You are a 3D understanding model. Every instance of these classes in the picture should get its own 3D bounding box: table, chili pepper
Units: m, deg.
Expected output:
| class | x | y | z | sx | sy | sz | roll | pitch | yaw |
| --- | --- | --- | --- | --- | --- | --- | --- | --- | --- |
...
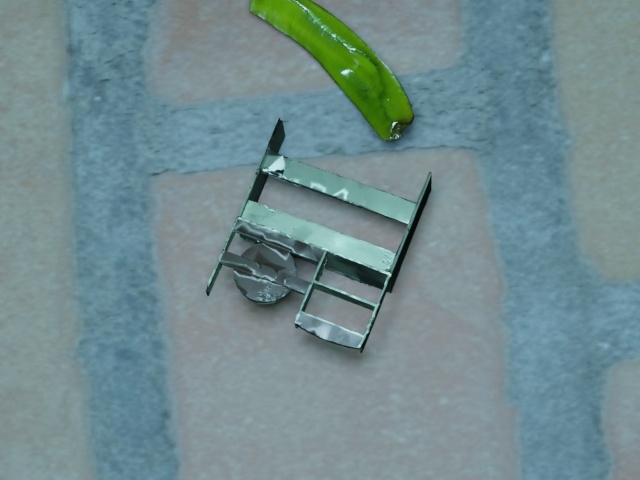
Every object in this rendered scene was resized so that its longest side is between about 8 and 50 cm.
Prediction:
| class | x | y | z | sx | sy | sz | roll | pitch | yaw |
| --- | --- | --- | --- | --- | --- | --- | --- | --- | --- |
| table | 0.000 | 0.000 | 1.649 | 0.146 | 0.062 | 0.175 | 20 | 76 | 8 |
| chili pepper | 0.015 | -0.167 | 1.701 | 0.202 | 0.050 | 0.052 | 45 | 97 | 15 |
